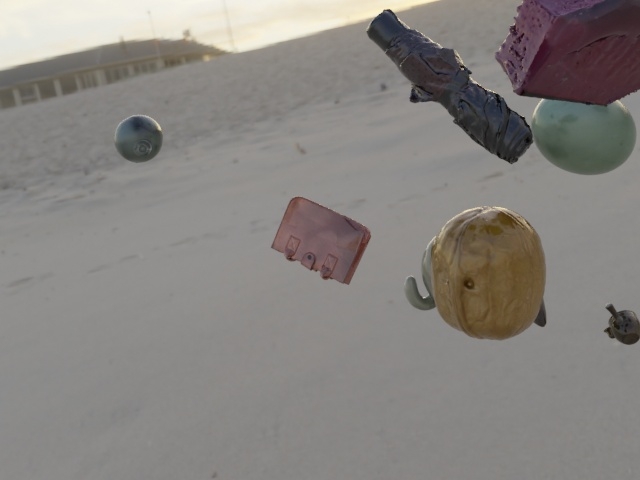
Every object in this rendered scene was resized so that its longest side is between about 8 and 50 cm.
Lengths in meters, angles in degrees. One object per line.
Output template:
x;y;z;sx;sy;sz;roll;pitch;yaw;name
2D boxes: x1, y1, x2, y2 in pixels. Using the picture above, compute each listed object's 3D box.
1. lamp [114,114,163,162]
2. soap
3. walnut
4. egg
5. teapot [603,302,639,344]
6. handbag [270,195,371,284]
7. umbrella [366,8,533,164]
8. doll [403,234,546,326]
-0.394;-0.220;1.761;0.105;0.105;0.105;-11;9;2;lamp
0.478;-0.345;1.404;0.325;0.127;0.220;-2;-42;-32;soap
0.274;0.056;1.347;0.193;0.226;0.193;5;15;-1;walnut
0.622;-0.258;1.920;0.282;0.203;0.203;14;-7;-34;egg
0.685;0.193;1.873;0.085;0.110;0.080;-36;31;23;teapot
0.000;0.000;1.938;0.212;0.157;0.059;26;4;22;handbag
0.196;-0.244;1.252;0.090;0.326;0.094;-36;-16;-28;umbrella
0.390;0.089;1.993;0.215;0.226;0.370;34;-15;-23;doll
